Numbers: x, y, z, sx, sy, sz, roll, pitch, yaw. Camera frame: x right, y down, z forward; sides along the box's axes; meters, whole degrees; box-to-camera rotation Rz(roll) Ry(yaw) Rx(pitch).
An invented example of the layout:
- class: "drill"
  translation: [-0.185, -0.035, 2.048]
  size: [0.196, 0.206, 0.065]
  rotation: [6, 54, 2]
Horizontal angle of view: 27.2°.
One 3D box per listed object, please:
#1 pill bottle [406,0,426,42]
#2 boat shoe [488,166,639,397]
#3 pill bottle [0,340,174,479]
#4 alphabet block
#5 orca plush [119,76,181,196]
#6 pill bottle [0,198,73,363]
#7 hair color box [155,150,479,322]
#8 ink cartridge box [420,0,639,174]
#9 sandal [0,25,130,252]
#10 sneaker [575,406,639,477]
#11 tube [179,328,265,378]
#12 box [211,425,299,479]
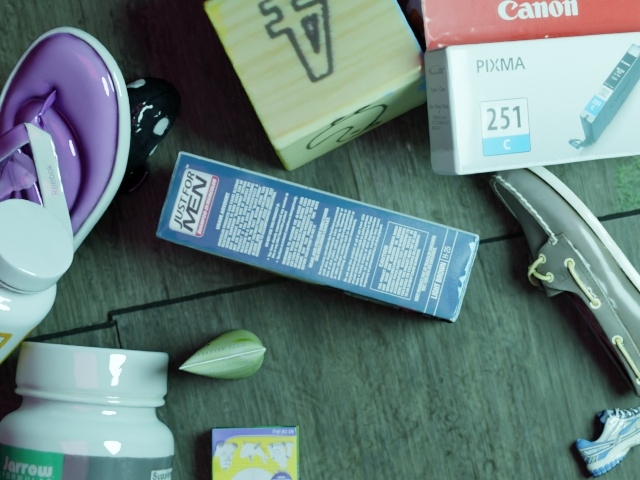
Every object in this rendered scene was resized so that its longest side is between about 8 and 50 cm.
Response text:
- class: "pill bottle"
  translation: [0.205, -0.221, 1.566]
  size: [0.121, 0.121, 0.216]
  rotation: [-32, 85, 0]
- class: "boat shoe"
  translation: [0.304, 0.038, 1.544]
  size: [0.097, 0.116, 0.324]
  rotation: [-42, 89, -2]
- class: "pill bottle"
  translation: [-0.274, 0.301, 1.503]
  size: [0.204, 0.204, 0.361]
  rotation: [4, 85, 3]
- class: "alphabet block"
  translation: [-0.001, -0.217, 1.542]
  size: [0.197, 0.192, 0.193]
  rotation: [-27, 82, 1]
- class: "orca plush"
  translation: [-0.305, -0.116, 1.590]
  size: [0.287, 0.102, 0.151]
  rotation: [-17, 84, 1]
- class: "pill bottle"
  translation: [-0.377, 0.064, 1.455]
  size: [0.136, 0.136, 0.245]
  rotation: [52, 125, 6]
- class: "hair color box"
  translation: [0.000, 0.000, 1.530]
  size: [0.347, 0.174, 0.105]
  rotation: [16, 87, 4]
- class: "ink cartridge box"
  translation: [0.257, -0.215, 1.463]
  size: [0.296, 0.066, 0.261]
  rotation: [-8, 96, -21]
- class: "sandal"
  translation: [-0.338, -0.043, 1.514]
  size: [0.169, 0.102, 0.416]
  rotation: [29, 113, 5]
- class: "sneaker"
  translation: [0.358, 0.217, 1.556]
  size: [0.135, 0.052, 0.058]
  rotation: [-39, 80, -1]
- class: "tube"
  translation: [-0.099, 0.129, 1.490]
  size: [0.062, 0.240, 0.070]
  rotation: [36, 88, 3]
- class: "box"
  translation: [-0.076, 0.312, 1.573]
  size: [0.105, 0.043, 0.179]
  rotation: [-2, 87, 3]
